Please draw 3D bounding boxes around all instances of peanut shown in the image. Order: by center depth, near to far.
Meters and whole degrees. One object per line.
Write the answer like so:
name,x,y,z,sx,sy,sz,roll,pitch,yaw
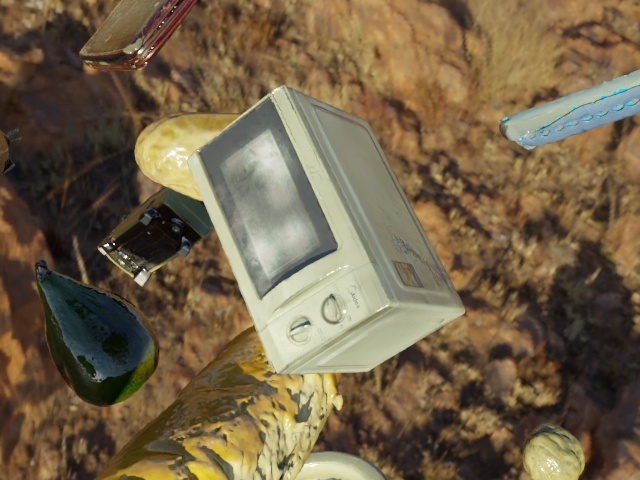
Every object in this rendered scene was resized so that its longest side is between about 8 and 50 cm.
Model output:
peanut,-0.107,-0.099,1.221,0.225,0.095,0.108,-1,84,-6

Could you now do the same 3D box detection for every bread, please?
bread,-0.117,0.243,1.111,0.165,0.236,0.375,43,30,1

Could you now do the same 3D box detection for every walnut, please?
walnut,0.310,0.289,1.370,0.092,0.092,0.092,13,42,-12

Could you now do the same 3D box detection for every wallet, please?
wallet,-0.113,-0.234,0.877,0.122,0.031,0.232,15,66,53

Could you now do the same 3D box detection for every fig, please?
fig,-0.256,0.094,1.117,0.177,0.117,0.117,49,40,-12

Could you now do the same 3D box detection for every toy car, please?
toy car,-0.253,-0.024,1.651,0.101,0.256,0.124,43,54,-15

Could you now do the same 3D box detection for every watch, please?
watch,0.290,-0.193,0.801,0.274,0.276,0.068,14,5,35

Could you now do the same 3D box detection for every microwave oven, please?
microwave oven,0.000,0.000,0.855,0.163,0.129,0.205,14,47,-59

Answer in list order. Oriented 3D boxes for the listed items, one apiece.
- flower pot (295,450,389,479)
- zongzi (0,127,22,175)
flower pot,0.008,0.433,1.338,0.307,0.244,0.307,-10,33,6
zongzi,-0.350,-0.045,1.016,0.084,0.187,0.184,-5,81,-1
